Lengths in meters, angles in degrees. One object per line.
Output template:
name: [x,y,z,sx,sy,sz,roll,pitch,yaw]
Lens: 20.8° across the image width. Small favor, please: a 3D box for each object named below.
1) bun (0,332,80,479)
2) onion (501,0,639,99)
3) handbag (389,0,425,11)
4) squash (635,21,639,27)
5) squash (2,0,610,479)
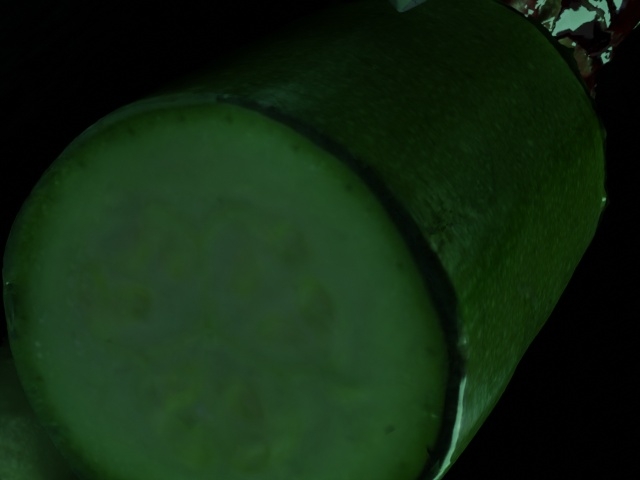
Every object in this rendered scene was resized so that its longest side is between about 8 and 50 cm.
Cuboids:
bun: [-0.272,0.244,1.297,0.364,0.202,0.364,-46,178,-2]
onion: [0.155,-0.171,1.352,0.272,0.195,0.272,-34,-171,6]
handbag: [0.098,-0.208,0.927,0.173,0.095,0.117,-36,-171,33]
squash: [0.254,-0.271,1.658,0.252,0.165,0.252,-45,-179,1]
squash: [0.013,-0.002,1.036,0.263,0.263,0.384,-45,179,26]
